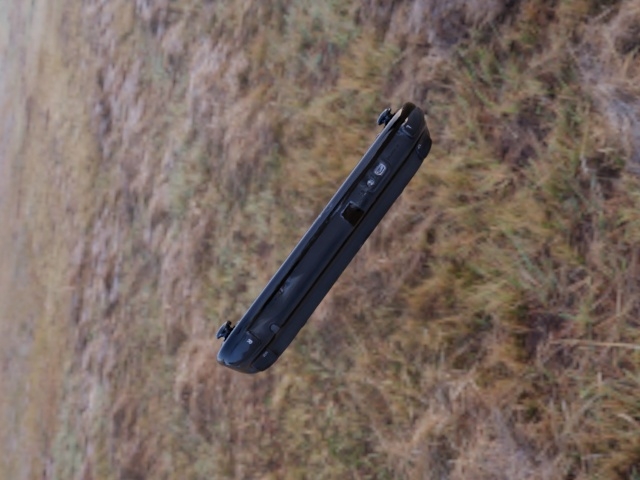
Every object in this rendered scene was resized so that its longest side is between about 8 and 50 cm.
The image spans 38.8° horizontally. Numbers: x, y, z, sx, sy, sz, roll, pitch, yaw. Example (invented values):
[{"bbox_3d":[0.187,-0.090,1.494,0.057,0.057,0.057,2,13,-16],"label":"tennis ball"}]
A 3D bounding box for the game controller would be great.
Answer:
[{"bbox_3d":[0.000,0.000,0.925,0.319,0.067,0.166,-53,7,-9],"label":"game controller"}]
